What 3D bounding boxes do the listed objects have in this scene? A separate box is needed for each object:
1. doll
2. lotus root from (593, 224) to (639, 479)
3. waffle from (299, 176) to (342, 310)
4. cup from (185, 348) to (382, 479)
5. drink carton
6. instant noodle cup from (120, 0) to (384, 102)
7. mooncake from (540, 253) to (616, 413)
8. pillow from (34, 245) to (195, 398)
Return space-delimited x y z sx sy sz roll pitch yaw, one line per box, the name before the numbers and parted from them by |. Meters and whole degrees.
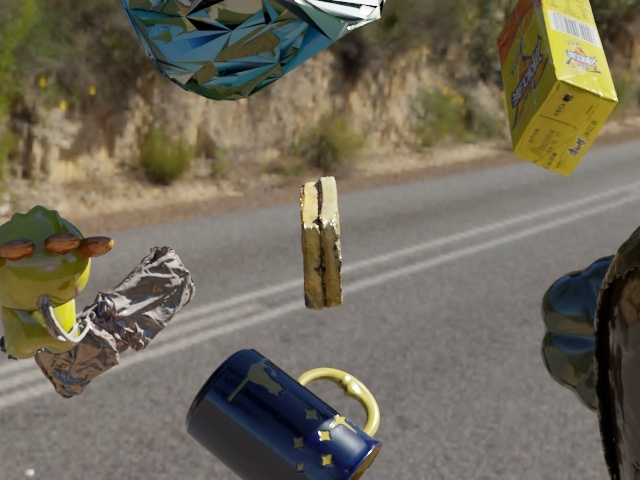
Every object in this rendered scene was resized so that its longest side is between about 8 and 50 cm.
doll | -0.291 0.039 1.123 0.143 0.135 0.221 -5 -19 -20
lotus root | 0.292 0.109 0.755 0.179 0.397 0.196 -28 36 -17
waffle | 0.000 0.000 1.183 0.042 0.102 0.148 -3 22 1
cup | -0.045 0.291 1.679 0.256 0.178 0.255 37 15 15
drink carton | 0.372 -0.273 1.771 0.111 0.154 0.351 18 39 -11
instant noodle cup | -0.056 -0.267 1.066 0.178 0.240 0.240 -17 -9 41
mooncake | 0.320 0.103 1.193 0.175 0.168 0.104 27 3 16
pillow | -0.279 0.117 1.541 0.248 0.135 0.049 -42 53 -20
